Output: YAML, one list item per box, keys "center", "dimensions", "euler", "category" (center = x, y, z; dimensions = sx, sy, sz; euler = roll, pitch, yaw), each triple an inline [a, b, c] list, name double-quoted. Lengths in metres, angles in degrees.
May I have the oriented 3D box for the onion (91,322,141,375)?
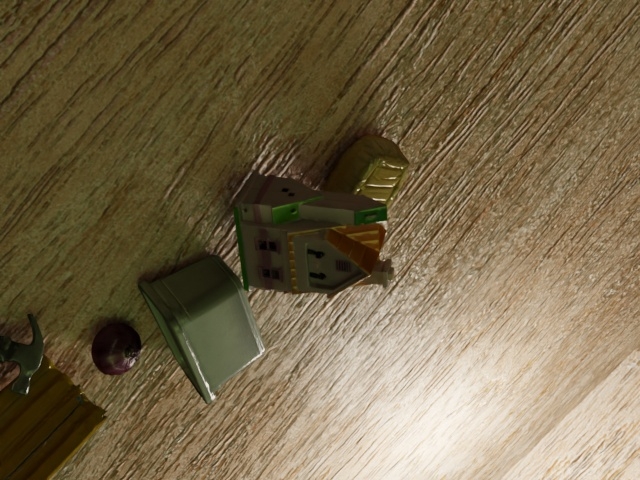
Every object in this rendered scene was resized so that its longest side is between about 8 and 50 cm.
- center: [-0.441, 0.233, 1.967]
  dimensions: [0.105, 0.115, 0.115]
  euler: [-5, 153, 36]
  category: "onion"

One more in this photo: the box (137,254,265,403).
- center: [-0.244, 0.183, 1.995]
  dimensions: [0.183, 0.175, 0.311]
  euler: [-31, 138, -17]
  category: "box"

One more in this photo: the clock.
- center: [0.000, 0.000, 1.872]
  dimensions: [0.310, 0.166, 0.235]
  euler: [8, 128, 14]
  category: "clock"

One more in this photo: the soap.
- center: [-0.616, 0.406, 1.860]
  dimensions: [0.324, 0.204, 0.096]
  euler: [-46, -172, -27]
  category: "soap"

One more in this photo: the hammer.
- center: [-0.659, 0.202, 1.796]
  dimensions: [0.227, 0.041, 0.158]
  euler: [19, 75, -25]
  category: "hammer"

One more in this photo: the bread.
- center: [0.086, -0.116, 1.972]
  dimensions: [0.140, 0.106, 0.236]
  euler: [9, 122, -39]
  category: "bread"
